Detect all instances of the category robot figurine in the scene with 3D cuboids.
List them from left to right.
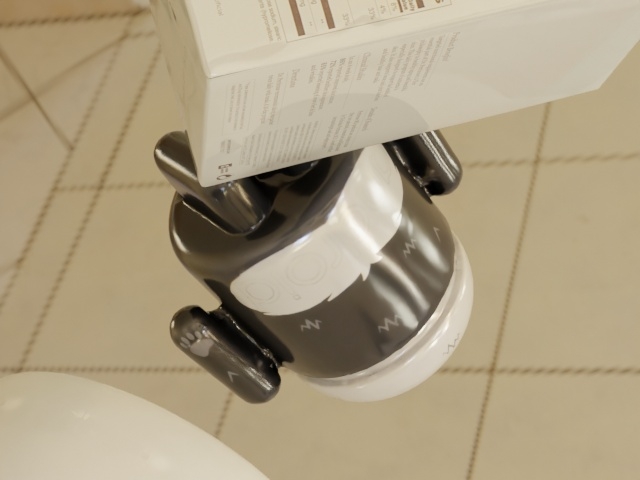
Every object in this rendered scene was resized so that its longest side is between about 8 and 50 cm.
[{"bbox_3d":[-0.002,0.001,1.149,0.209,0.278,0.173,-23,42,23],"label":"robot figurine"}]

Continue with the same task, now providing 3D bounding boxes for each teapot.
[{"bbox_3d":[-0.139,0.204,0.852,0.256,0.252,0.187,0,48,42],"label":"teapot"}]

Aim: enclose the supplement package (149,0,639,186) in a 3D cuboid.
[{"bbox_3d":[0.035,-0.176,0.876,0.263,0.199,0.198,-14,78,-9],"label":"supplement package"}]
